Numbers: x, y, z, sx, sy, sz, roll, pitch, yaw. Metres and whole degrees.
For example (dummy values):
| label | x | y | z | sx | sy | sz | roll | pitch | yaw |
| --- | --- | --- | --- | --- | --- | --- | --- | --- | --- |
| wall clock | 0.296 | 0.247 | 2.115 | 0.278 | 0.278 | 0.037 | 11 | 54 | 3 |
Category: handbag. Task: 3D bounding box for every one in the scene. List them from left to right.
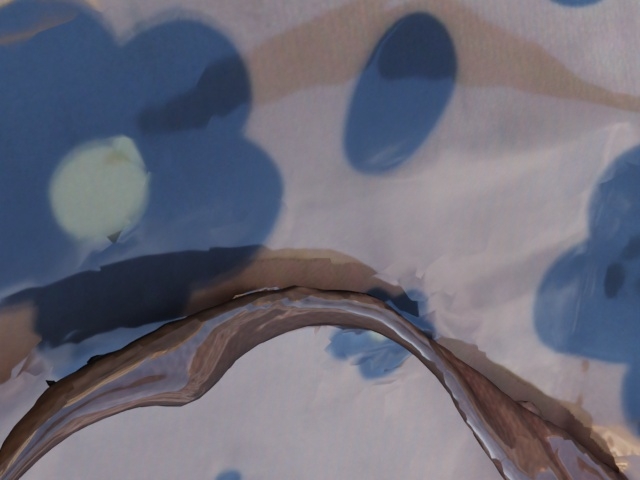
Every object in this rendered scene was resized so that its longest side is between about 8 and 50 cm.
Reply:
| label | x | y | z | sx | sy | sz | roll | pitch | yaw |
| --- | --- | --- | --- | --- | --- | --- | --- | --- | --- |
| handbag | -0.034 | 0.015 | 0.399 | 0.251 | 0.193 | 0.190 | -15 | -168 | -17 |
